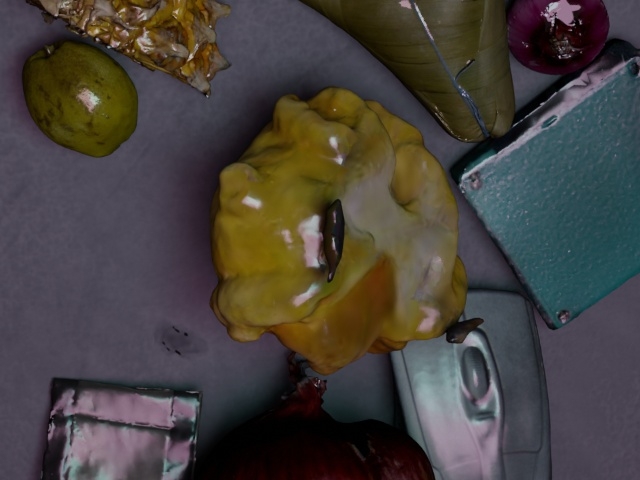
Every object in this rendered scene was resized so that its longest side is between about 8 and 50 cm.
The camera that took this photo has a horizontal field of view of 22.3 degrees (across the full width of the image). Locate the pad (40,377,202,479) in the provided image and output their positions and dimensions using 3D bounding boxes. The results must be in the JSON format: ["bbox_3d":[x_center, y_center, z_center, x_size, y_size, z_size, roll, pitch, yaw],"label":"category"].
[{"bbox_3d":[-0.222,0.274,1.793,0.174,0.022,0.233,6,87,-4],"label":"pad"}]

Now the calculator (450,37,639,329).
[{"bbox_3d":[0.306,-0.061,1.838,0.274,0.058,0.248,-38,109,0],"label":"calculator"}]

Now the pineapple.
[{"bbox_3d":[-0.203,-0.268,1.609,0.334,0.158,0.161,30,97,-18],"label":"pineapple"}]

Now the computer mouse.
[{"bbox_3d":[0.178,0.220,1.865,0.188,0.122,0.371,-11,105,-10],"label":"computer mouse"}]

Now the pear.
[{"bbox_3d":[-0.244,-0.147,1.665,0.107,0.107,0.131,-36,120,0],"label":"pear"}]

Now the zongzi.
[{"bbox_3d":[0.078,-0.202,1.731,0.256,0.115,0.228,-7,120,6],"label":"zongzi"}]

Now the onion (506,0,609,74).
[{"bbox_3d":[0.256,-0.228,1.755,0.115,0.104,0.115,-1,120,-1],"label":"onion"}]

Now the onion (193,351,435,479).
[{"bbox_3d":[-0.013,0.247,1.760,0.273,0.273,0.285,-4,84,-12],"label":"onion"}]

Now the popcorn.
[{"bbox_3d":[0.000,0.000,1.693,0.297,0.281,0.316,-44,130,-30],"label":"popcorn"}]
